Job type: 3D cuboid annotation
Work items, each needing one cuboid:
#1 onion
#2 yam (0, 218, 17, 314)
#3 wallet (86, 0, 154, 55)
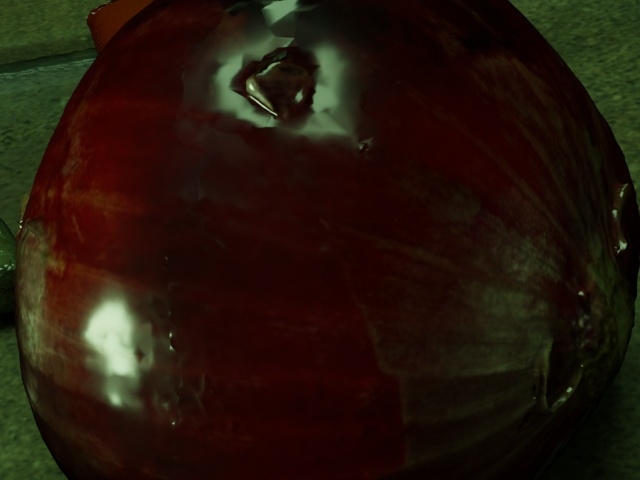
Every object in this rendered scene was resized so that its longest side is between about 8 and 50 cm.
[{"bbox_3d":[0.004,0.004,0.879,0.341,0.341,0.341,-8,33,5],"label":"onion"},{"bbox_3d":[-0.214,0.016,1.151,0.043,0.043,0.094,-22,35,-15],"label":"yam"},{"bbox_3d":[-0.097,-0.139,1.345,0.142,0.045,0.204,-14,34,-7],"label":"wallet"}]
